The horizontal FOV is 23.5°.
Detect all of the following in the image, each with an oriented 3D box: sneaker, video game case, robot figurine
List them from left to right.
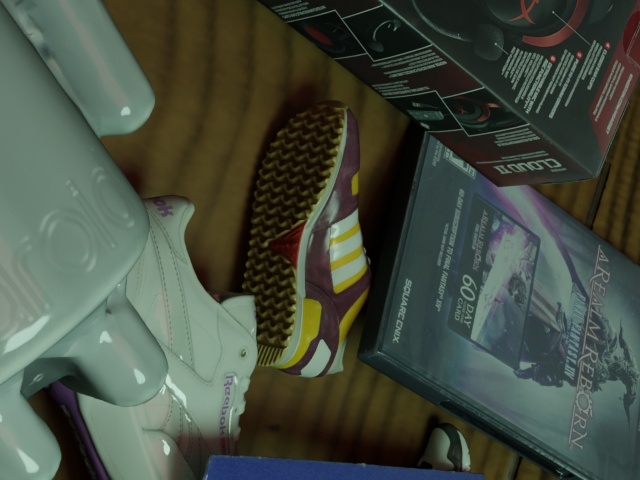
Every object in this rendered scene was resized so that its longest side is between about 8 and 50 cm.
[{"bbox_3d":[-0.224,-0.040,0.770,0.300,0.200,0.353,-41,106,-23],"label":"robot figurine"},{"bbox_3d":[-0.083,0.116,0.968,0.152,0.114,0.305,-26,107,-25],"label":"sneaker"},{"bbox_3d":[0.000,0.000,1.044,0.084,0.069,0.185,18,85,-47],"label":"sneaker"},{"bbox_3d":[0.076,0.184,1.113,0.043,0.040,0.109,16,86,-29],"label":"sneaker"},{"bbox_3d":[0.151,0.057,1.116,0.274,0.026,0.196,32,56,-28],"label":"video game case"}]

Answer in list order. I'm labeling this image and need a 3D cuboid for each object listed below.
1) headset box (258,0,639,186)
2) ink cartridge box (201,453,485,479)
[{"bbox_3d":[0.117,-0.187,1.050,0.293,0.110,0.218,34,70,-28],"label":"headset box"},{"bbox_3d":[0.002,0.299,0.990,0.303,0.072,0.307,13,97,-50],"label":"ink cartridge box"}]
